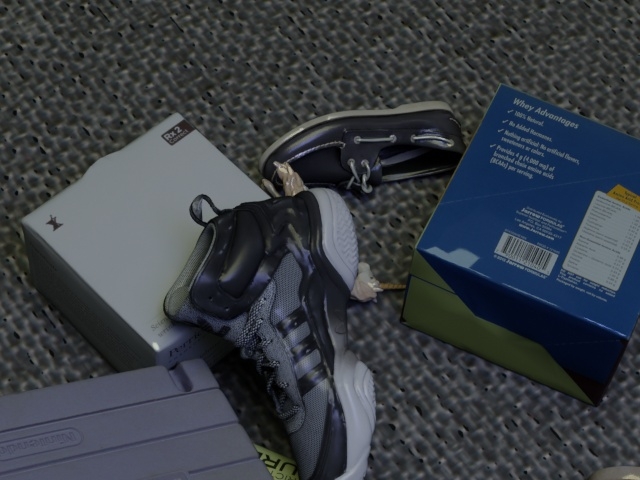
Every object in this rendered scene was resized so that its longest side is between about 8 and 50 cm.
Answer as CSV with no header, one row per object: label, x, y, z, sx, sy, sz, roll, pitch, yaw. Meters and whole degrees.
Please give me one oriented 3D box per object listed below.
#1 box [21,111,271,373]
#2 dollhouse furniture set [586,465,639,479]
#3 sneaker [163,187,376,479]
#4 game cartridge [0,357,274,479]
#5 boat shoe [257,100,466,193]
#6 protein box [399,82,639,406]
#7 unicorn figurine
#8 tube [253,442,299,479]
box,-0.137,0.017,1.391,0.181,0.119,0.182,-38,68,-24
dollhouse furniture set,0.211,0.334,1.140,0.394,0.256,0.362,6,58,0
sneaker,-0.046,0.087,1.265,0.153,0.101,0.268,2,76,-23
game cartridge,-0.195,0.214,1.166,0.355,0.068,0.230,-8,54,-35
boat shoe,0.044,-0.081,1.493,0.206,0.075,0.065,-14,57,-18
protein box,0.206,0.003,1.416,0.200,0.136,0.201,23,59,10
unicorn figurine,0.000,0.000,1.429,0.060,0.162,0.111,-44,54,5
tube,-0.028,0.220,1.311,0.240,0.062,0.070,18,23,12
